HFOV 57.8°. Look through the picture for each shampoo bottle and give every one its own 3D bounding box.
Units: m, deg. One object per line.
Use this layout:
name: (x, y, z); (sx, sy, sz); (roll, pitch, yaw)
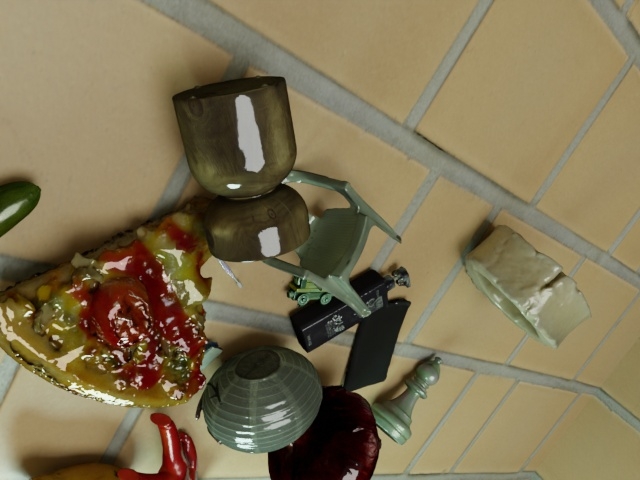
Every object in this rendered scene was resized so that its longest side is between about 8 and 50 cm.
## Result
shampoo bottle: (0.079, 0.147, 1.377); (0.309, 0.071, 0.098); (-29, 129, -18)

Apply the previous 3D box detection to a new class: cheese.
cheese: (0.536, 0.119, 1.521); (0.153, 0.292, 0.332); (-46, 129, 1)

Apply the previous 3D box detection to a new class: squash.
squash: (-0.525, -0.001, 0.858); (0.258, 0.069, 0.069); (-43, 134, -3)

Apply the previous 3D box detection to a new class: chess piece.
chess piece: (0.266, 0.446, 1.688); (0.272, 0.139, 0.139); (-49, 135, -13)

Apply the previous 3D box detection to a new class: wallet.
wallet: (0.147, 0.279, 1.540); (0.146, 0.030, 0.285); (-4, 120, -29)

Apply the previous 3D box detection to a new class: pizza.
pizza: (-0.299, 0.088, 0.999); (0.440, 0.130, 0.406); (38, 82, -43)

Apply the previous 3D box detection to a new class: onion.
onion: (-0.002, 0.487, 1.385); (0.314, 0.314, 0.232); (-46, 128, 0)

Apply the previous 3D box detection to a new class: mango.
mango: (-0.501, 0.538, 1.206); (0.177, 0.120, 0.295); (-44, 133, 9)

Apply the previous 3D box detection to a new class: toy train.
toy train: (-0.016, 0.104, 1.294); (0.122, 0.050, 0.081); (3, 113, -36)

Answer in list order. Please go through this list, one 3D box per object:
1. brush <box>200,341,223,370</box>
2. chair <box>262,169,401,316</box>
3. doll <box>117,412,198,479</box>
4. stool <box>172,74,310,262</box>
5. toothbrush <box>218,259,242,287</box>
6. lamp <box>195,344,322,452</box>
brush: (-0.282, 0.280, 1.247); (0.178, 0.030, 0.033); (-44, 142, 13)
chair: (0.000, 0.000, 1.144); (0.274, 0.190, 0.203); (45, 67, -49)
doll: (-0.332, 0.545, 1.316); (0.384, 0.099, 0.188); (78, 30, -43)
stool: (-0.122, -0.120, 0.941); (0.179, 0.179, 0.264); (-20, 115, -23)
toothbrush: (-0.190, 0.054, 1.165); (0.011, 0.013, 0.131); (-44, 134, -15)
lamp: (-0.128, 0.348, 1.257); (0.265, 0.233, 0.233); (-23, 131, -31)
